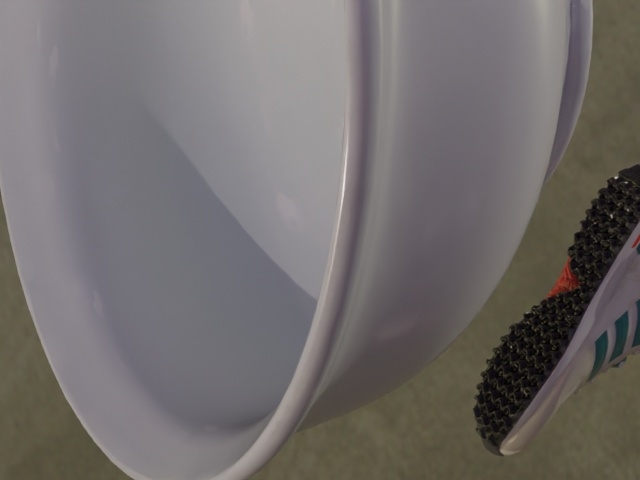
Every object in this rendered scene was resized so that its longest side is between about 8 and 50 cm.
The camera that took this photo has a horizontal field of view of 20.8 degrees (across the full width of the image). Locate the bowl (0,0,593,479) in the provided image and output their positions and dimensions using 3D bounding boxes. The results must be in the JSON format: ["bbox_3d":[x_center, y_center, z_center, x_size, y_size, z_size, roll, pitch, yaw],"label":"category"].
[{"bbox_3d":[-0.005,-0.072,0.577,0.134,0.298,0.298,-5,39,-27],"label":"bowl"}]

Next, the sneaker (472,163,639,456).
[{"bbox_3d":[0.143,0.046,0.859,0.161,0.075,0.057,-59,23,2],"label":"sneaker"}]
